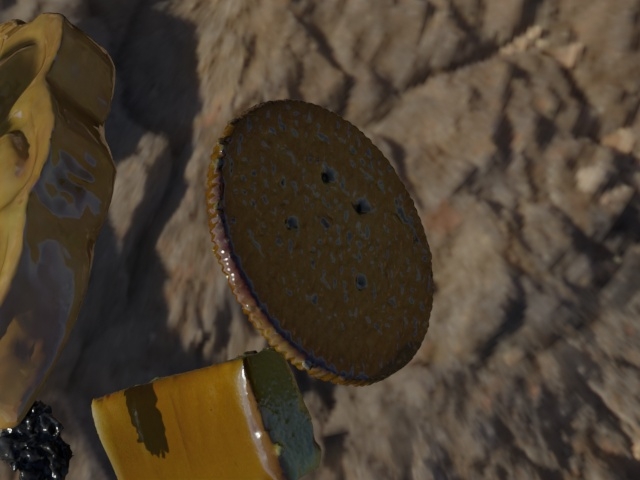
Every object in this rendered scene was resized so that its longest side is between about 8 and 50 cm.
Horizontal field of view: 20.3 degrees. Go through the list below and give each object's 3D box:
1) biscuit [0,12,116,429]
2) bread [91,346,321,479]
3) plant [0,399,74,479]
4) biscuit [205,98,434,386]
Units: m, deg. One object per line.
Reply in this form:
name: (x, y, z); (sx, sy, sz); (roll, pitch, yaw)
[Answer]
biscuit: (-0.201, 0.036, 0.852); (0.057, 0.351, 0.312); (29, 117, -25)
bread: (-0.125, 0.203, 1.900); (0.077, 0.361, 0.138); (-20, 90, -33)
plant: (-0.317, 0.188, 1.863); (0.174, 0.085, 0.087); (56, 133, 13)
biscuit: (0.000, 0.000, 1.764); (0.038, 0.305, 0.305); (-27, 101, 40)
